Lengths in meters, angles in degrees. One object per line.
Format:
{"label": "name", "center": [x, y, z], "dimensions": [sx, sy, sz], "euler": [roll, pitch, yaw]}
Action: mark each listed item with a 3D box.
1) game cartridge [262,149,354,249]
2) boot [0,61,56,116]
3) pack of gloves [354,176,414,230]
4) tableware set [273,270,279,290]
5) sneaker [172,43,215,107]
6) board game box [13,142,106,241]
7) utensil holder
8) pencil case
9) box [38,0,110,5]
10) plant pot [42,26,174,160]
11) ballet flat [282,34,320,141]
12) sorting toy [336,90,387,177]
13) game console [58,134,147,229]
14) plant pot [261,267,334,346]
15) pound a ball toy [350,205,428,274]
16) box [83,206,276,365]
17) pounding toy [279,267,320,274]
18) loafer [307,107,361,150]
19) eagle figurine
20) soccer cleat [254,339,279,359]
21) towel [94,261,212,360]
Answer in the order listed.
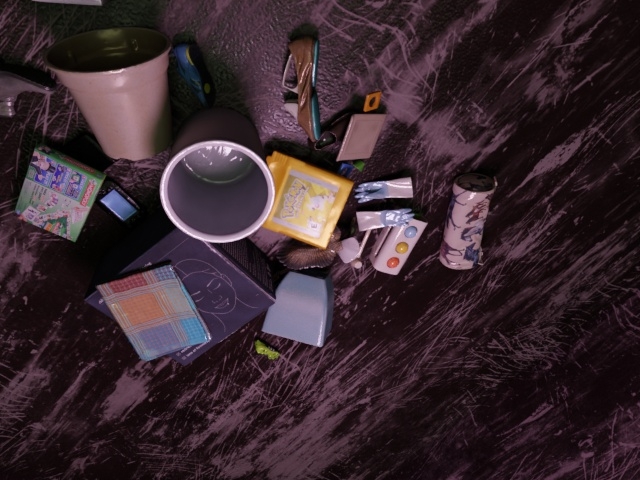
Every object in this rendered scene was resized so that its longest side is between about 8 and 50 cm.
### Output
{"label": "game cartridge", "center": [-0.080, -0.146, 1.640], "dimensions": [0.324, 0.052, 0.285], "euler": [20, 108, -8]}
{"label": "boot", "center": [-0.936, -0.449, 1.368], "dimensions": [0.247, 0.083, 0.161], "euler": [14, 125, -14]}
{"label": "pack of gloves", "center": [0.250, -0.138, 1.776], "dimensions": [0.232, 0.046, 0.194], "euler": [-6, 102, 14]}
{"label": "tableware set", "center": [-0.205, 0.212, 1.937], "dimensions": [0.104, 0.024, 0.154], "euler": [-33, 140, -45]}
{"label": "sneaker", "center": [-0.406, -0.526, 1.445], "dimensions": [0.082, 0.069, 0.209], "euler": [4, 136, 22]}
{"label": "board game box", "center": [-0.891, -0.152, 1.532], "dimensions": [0.214, 0.046, 0.317], "euler": [28, 123, -22]}
{"label": "utensil holder", "center": [-0.324, -0.231, 1.449], "dimensions": [0.328, 0.385, 0.327], "euler": [-5, 123, -8]}
{"label": "pencil case", "center": [0.621, -0.078, 1.892], "dimensions": [0.184, 0.159, 0.409], "euler": [-1, 122, -3]}
{"label": "box", "center": [-0.681, -0.740, 1.204], "dimensions": [0.181, 0.119, 0.181], "euler": [-1, 122, -12]}
{"label": "plant pot", "center": [-0.579, -0.421, 1.337], "dimensions": [0.334, 0.333, 0.305], "euler": [-8, 134, -8]}
{"label": "ballet flat", "center": [-0.065, -0.503, 1.510], "dimensions": [0.124, 0.116, 0.342], "euler": [4, 123, 9]}
{"label": "sorting toy", "center": [0.141, -0.380, 1.619], "dimensions": [0.196, 0.047, 0.347], "euler": [-17, 139, -41]}
{"label": "game console", "center": [-0.759, -0.190, 1.583], "dimensions": [0.213, 0.044, 0.361], "euler": [-33, 124, 9]}
{"label": "plant pot", "center": [-0.067, 0.242, 1.807], "dimensions": [0.248, 0.247, 0.252], "euler": [13, 99, 8]}
{"label": "pound a ball toy", "center": [0.284, 0.016, 1.893], "dimensions": [0.208, 0.135, 0.319], "euler": [15, 117, -21]}
{"label": "box", "center": [-0.505, 0.143, 1.700], "dimensions": [0.480, 0.297, 0.471], "euler": [-35, 124, 11]}
{"label": "pounding toy", "center": [-0.039, 0.180, 1.962], "dimensions": [0.183, 0.110, 0.236], "euler": [-31, 96, 17]}
{"label": "loafer", "center": [0.058, -0.387, 1.618], "dimensions": [0.220, 0.078, 0.080], "euler": [-36, 122, 11]}
{"label": "eagle figurine", "center": [-0.005, 0.004, 1.794], "dimensions": [0.299, 0.226, 0.225], "euler": [11, 139, -25]}
{"label": "soccer cleat", "center": [-0.251, 0.518, 2.142], "dimensions": [0.060, 0.072, 0.179], "euler": [-33, 144, 8]}
{"label": "towel", "center": [-0.570, 0.257, 1.565], "dimensions": [0.272, 0.040, 0.369], "euler": [-17, 123, -2]}
